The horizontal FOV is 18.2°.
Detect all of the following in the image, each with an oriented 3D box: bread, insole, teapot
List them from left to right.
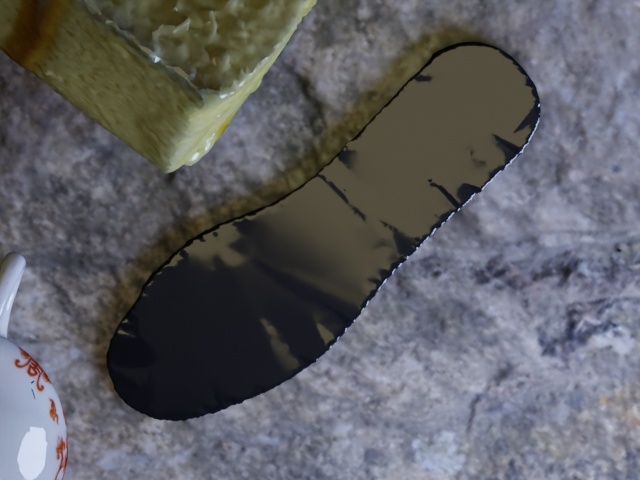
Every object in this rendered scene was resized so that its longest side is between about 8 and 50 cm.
[{"bbox_3d":[-0.242,0.123,1.315,0.159,0.116,0.245,29,98,6],"label":"teapot"},{"bbox_3d":[-0.116,-0.210,1.236,0.263,0.198,0.236,36,69,-8],"label":"bread"},{"bbox_3d":[0.000,0.000,1.316,0.348,0.009,0.119,-42,100,11],"label":"insole"}]
